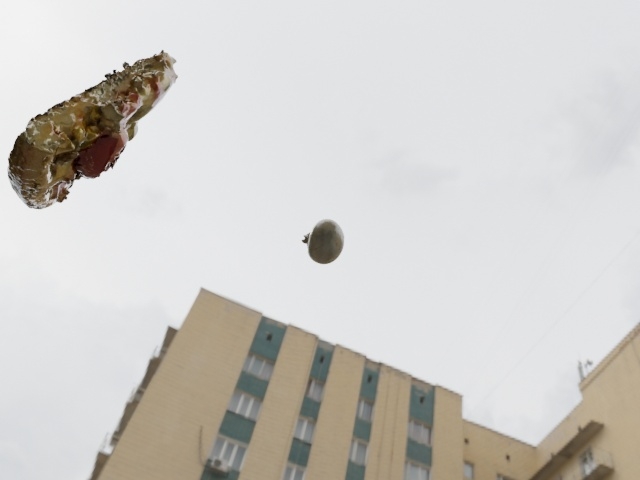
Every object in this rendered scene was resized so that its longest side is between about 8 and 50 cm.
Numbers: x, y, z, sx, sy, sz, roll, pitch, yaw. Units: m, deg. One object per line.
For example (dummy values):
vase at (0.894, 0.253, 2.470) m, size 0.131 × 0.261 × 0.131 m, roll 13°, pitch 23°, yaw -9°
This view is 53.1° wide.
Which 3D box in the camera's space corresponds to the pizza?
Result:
pizza at (-0.399, -0.211, 1.200) m, size 0.130 × 0.406 × 0.440 m, roll 47°, pitch -17°, yaw -11°

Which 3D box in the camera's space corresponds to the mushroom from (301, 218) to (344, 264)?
mushroom at (0.000, 0.000, 1.184) m, size 0.079 × 0.085 × 0.085 m, roll 14°, pitch -47°, yaw 41°
